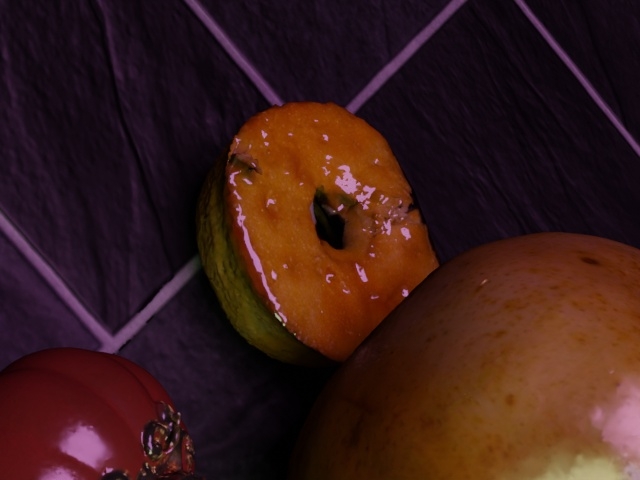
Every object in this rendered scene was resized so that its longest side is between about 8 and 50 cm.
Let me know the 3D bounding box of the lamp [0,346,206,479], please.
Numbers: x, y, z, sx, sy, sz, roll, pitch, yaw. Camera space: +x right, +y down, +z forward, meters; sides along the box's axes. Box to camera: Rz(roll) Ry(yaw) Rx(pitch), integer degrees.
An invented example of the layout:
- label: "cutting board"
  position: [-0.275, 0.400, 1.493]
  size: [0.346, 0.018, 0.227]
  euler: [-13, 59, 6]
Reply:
- label: "lamp"
  position: [-0.186, 0.185, 1.043]
  size: [0.227, 0.227, 0.227]
  euler: [19, 57, -31]

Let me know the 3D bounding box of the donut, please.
- label: "donut"
  position: [-0.002, -0.002, 1.350]
  size: [0.253, 0.118, 0.253]
  euler: [20, 53, -30]

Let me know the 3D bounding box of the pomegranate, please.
- label: "pomegranate"
  position: [0.181, 0.197, 1.198]
  size: [0.417, 0.417, 0.416]
  euler: [19, 57, -31]
